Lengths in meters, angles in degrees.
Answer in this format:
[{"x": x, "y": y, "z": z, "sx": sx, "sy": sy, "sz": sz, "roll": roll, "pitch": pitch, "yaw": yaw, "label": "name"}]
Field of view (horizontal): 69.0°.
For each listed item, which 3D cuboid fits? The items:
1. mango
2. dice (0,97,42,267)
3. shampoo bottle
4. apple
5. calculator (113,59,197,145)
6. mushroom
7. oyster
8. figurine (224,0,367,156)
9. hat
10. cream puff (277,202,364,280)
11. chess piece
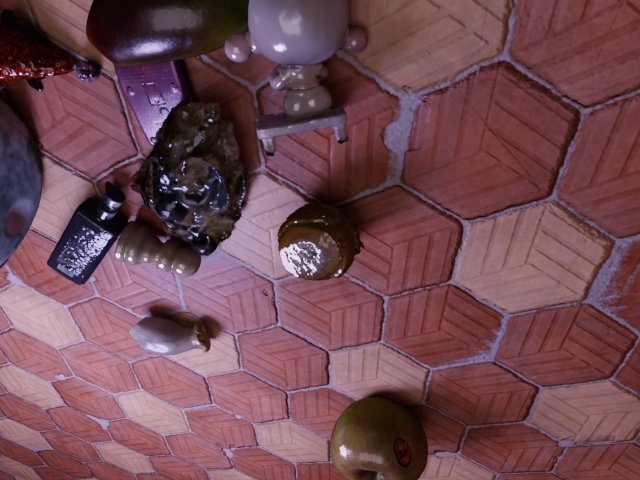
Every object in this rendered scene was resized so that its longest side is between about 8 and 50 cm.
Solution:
[{"x": -0.215, "y": -0.324, "z": 0.656, "sx": 0.268, "sy": 0.111, "sz": 0.133, "roll": -7, "pitch": 101, "yaw": 11, "label": "mango"}, {"x": -0.759, "y": -0.107, "z": 0.849, "sx": 0.328, "sy": 0.330, "sz": 0.348, "roll": 21, "pitch": 130, "yaw": -1, "label": "dice"}, {"x": -0.505, "y": -0.012, "z": 1.027, "sx": 0.098, "sy": 0.071, "sz": 0.309, "roll": 39, "pitch": 129, "yaw": -16, "label": "shampoo bottle"}, {"x": 0.149, "y": 0.526, "z": 1.210, "sx": 0.261, "sy": 0.194, "sz": 0.260, "roll": 8, "pitch": 133, "yaw": 9, "label": "apple"}, {"x": -0.272, "y": -0.244, "z": 0.792, "sx": 0.127, "sy": 0.034, "sz": 0.190, "roll": 0, "pitch": 130, "yaw": 14, "label": "calculator"}, {"x": -0.386, "y": 0.246, "z": 1.202, "sx": 0.213, "sy": 0.088, "sz": 0.096, "roll": 3, "pitch": 98, "yaw": 7, "label": "mushroom"}, {"x": -0.222, "y": -0.095, "z": 0.852, "sx": 0.221, "sy": 0.096, "sz": 0.361, "roll": 29, "pitch": 138, "yaw": -21, "label": "oyster"}, {"x": -0.035, "y": -0.257, "z": 0.637, "sx": 0.182, "sy": 0.144, "sz": 0.256, "roll": 4, "pitch": 129, "yaw": 14, "label": "figurine"}, {"x": -0.486, "y": -0.306, "z": 0.770, "sx": 0.228, "sy": 0.129, "sz": 0.140, "roll": 4, "pitch": 115, "yaw": -9, "label": "hat"}, {"x": 0.000, "y": 0.000, "z": 0.862, "sx": 0.165, "sy": 0.115, "sz": 0.150, "roll": 6, "pitch": 124, "yaw": 24, "label": "cream puff"}, {"x": -0.342, "y": 0.024, "z": 1.007, "sx": 0.171, "sy": 0.094, "sz": 0.094, "roll": 17, "pitch": 132, "yaw": -9, "label": "chess piece"}]
